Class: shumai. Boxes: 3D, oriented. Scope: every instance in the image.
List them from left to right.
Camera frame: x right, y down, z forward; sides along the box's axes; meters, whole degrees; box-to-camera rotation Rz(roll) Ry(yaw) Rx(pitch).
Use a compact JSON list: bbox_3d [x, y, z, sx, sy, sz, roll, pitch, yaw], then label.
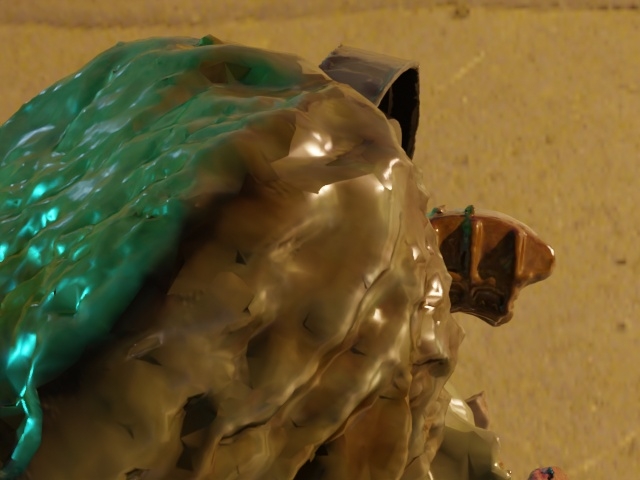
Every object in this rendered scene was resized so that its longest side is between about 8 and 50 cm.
[{"bbox_3d":[-0.044,0.079,0.500,0.256,0.218,0.189,-48,23,0],"label":"shumai"}]

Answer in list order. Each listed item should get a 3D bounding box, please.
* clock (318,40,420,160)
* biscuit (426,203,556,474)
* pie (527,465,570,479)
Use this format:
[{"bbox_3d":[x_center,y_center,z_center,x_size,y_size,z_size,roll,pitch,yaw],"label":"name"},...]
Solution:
[{"bbox_3d":[0.000,0.000,1.258,0.067,0.325,0.325,20,54,11],"label":"clock"},{"bbox_3d":[0.128,0.133,1.893,0.268,0.115,0.366,9,92,-3],"label":"biscuit"},{"bbox_3d":[0.328,0.409,2.105,0.054,0.204,0.218,-17,28,18],"label":"pie"}]
